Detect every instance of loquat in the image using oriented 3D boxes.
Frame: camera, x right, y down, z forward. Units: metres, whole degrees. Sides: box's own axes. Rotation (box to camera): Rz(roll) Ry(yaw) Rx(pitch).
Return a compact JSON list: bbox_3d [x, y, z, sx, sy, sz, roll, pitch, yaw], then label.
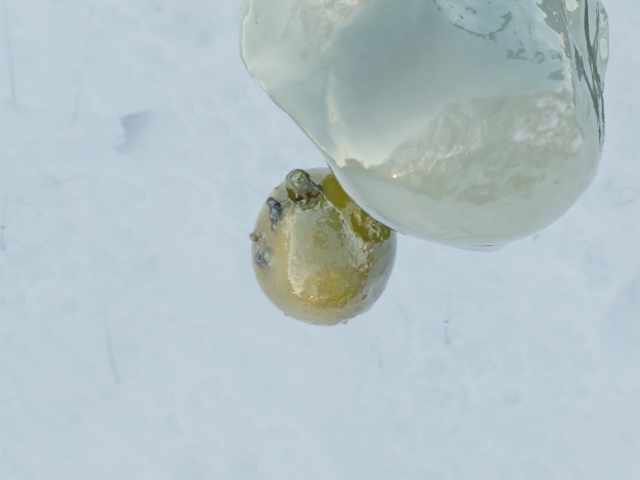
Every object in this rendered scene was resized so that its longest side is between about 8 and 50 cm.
[{"bbox_3d":[0.000,0.000,0.900,0.149,0.204,0.172,8,56,30],"label":"loquat"}]

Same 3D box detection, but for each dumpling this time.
[{"bbox_3d":[0.076,-0.078,0.426,0.162,0.132,0.250,-45,133,17],"label":"dumpling"}]
